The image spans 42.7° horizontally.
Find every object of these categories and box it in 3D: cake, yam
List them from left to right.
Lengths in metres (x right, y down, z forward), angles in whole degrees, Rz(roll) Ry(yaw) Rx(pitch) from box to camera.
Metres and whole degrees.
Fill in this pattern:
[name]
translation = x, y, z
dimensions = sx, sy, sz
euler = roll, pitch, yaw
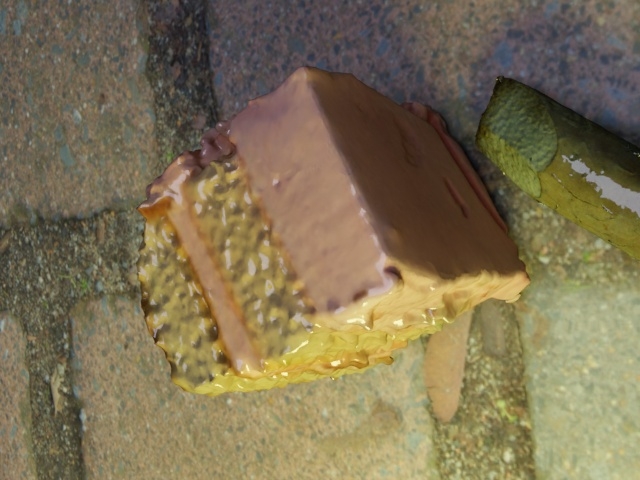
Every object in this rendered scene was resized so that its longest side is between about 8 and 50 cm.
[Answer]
[cake]
translation = 0.000, 0.000, 0.913
dimensions = 0.307, 0.314, 0.293
euler = -32, 74, 34
[yam]
translation = 0.264, -0.077, 0.850
dimensions = 0.259, 0.106, 0.106
euler = 36, 112, 26
